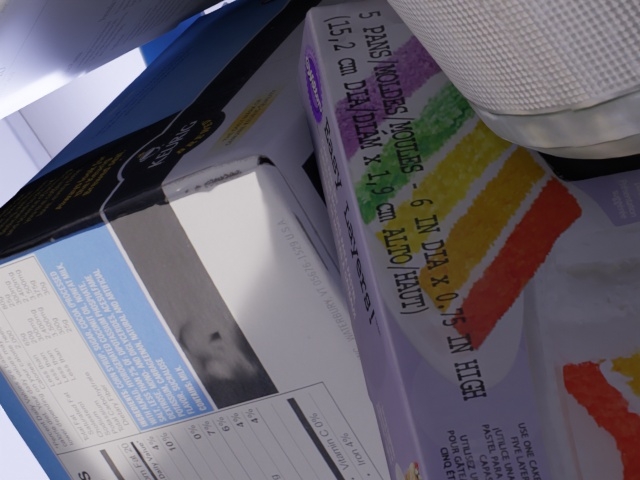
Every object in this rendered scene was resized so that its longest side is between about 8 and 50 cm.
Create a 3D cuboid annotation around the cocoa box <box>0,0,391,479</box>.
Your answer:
[{"bbox_3d":[0.000,0.000,0.964,0.228,0.347,0.231,-19,111,32],"label":"cocoa box"}]

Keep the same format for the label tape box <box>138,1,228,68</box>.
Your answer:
[{"bbox_3d":[-0.152,-0.275,1.139,0.115,0.249,0.348,-3,127,30],"label":"label tape box"}]

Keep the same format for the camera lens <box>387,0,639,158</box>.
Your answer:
[{"bbox_3d":[0.084,-0.182,0.603,0.274,0.219,0.219,48,169,-23],"label":"camera lens"}]

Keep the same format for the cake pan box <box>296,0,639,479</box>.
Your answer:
[{"bbox_3d":[0.134,0.003,0.725,0.070,0.245,0.267,105,155,-64],"label":"cake pan box"}]

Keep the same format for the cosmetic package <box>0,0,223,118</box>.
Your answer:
[{"bbox_3d":[-0.068,-0.197,0.860,0.097,0.284,0.377,55,152,1],"label":"cosmetic package"}]
